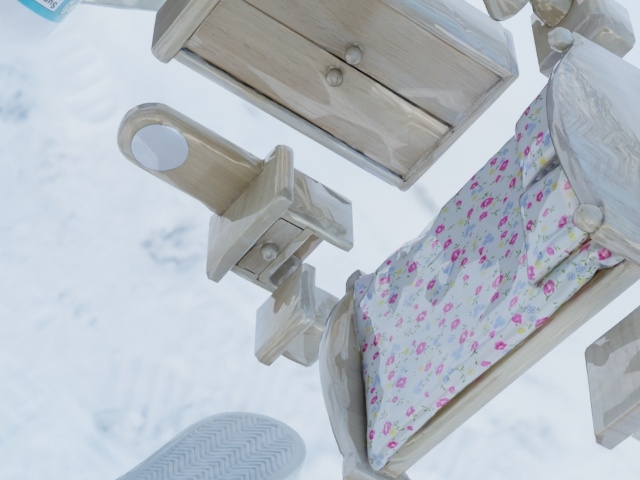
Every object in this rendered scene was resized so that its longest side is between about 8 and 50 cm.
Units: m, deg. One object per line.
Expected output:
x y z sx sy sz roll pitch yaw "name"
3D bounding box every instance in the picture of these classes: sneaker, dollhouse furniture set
-0.120 0.227 0.915 0.108 0.169 0.292 29 34 31 "sneaker"
0.000 0.000 0.780 0.174 0.303 0.355 29 35 -22 "dollhouse furniture set"

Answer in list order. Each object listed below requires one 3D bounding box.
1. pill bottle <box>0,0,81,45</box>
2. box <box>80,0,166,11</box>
-0.202 -0.239 1.125 0.146 0.146 0.264 44 99 -8 "pill bottle"
-0.145 -0.322 1.245 0.113 0.094 0.275 4 114 -26 "box"
